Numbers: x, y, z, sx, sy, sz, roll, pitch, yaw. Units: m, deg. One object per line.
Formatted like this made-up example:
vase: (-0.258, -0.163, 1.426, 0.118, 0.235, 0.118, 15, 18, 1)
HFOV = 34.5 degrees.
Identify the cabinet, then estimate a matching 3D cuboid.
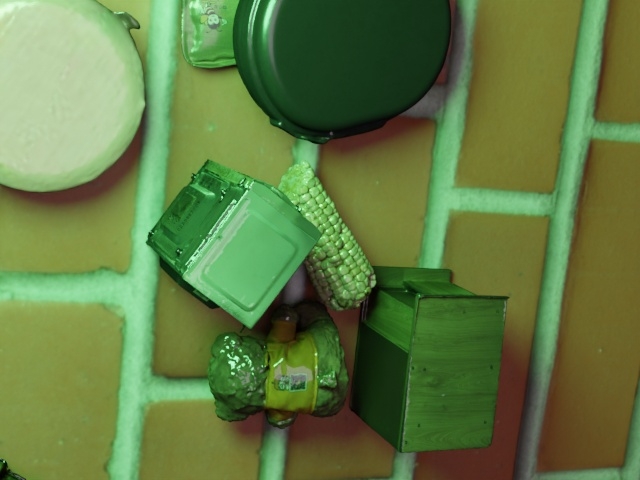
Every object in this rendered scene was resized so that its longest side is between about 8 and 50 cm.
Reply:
cabinet: (0.150, 0.158, 1.427, 0.148, 0.175, 0.215, 1, 100, -22)

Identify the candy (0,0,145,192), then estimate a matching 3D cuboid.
candy: (-0.324, -0.183, 1.210, 0.255, 0.094, 0.256, -5, 103, -21)

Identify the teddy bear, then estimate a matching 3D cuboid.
teddy bear: (-0.056, 0.177, 1.377, 0.190, 0.140, 0.177, -5, 106, -12)

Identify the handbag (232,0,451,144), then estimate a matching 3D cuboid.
handbag: (0.030, -0.259, 1.312, 0.307, 0.093, 0.254, -17, 115, -29)

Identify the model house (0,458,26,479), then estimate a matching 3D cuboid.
model house: (-0.450, 0.344, 1.280, 0.152, 0.106, 0.165, 38, 50, -12)

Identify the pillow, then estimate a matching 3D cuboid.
pillow: (-0.074, -0.285, 1.321, 0.217, 0.033, 0.130, -3, 106, -23)

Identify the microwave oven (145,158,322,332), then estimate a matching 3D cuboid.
microwave oven: (-0.118, -0.005, 1.270, 0.129, 0.205, 0.163, 40, 84, -24)

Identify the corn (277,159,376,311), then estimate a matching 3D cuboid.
corn: (0.000, 0.000, 1.384, 0.087, 0.087, 0.211, -35, 109, -11)
